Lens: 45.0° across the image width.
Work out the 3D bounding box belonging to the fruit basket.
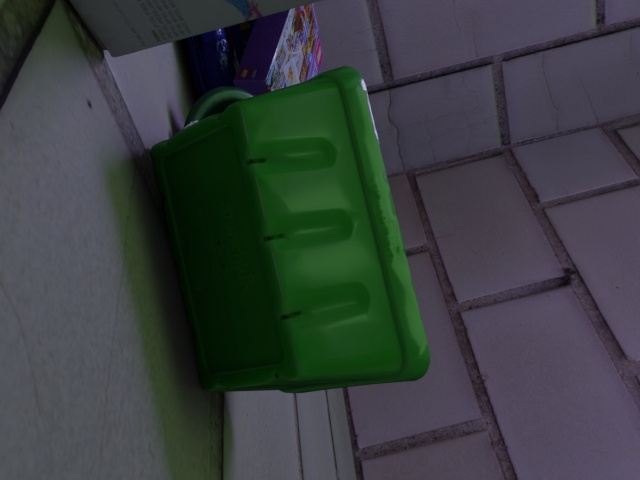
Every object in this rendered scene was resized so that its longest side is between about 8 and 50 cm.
[{"bbox_3d":[0.000,0.000,0.958,0.392,0.283,0.392,16,67,-42],"label":"fruit basket"}]

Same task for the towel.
[{"bbox_3d":[-0.197,-0.352,1.286,0.227,0.076,0.308,-139,-145,-84],"label":"towel"}]

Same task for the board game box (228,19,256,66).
[{"bbox_3d":[-0.155,-0.499,1.339,0.347,0.078,0.233,77,-2,-48],"label":"board game box"}]

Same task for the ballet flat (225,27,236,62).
[{"bbox_3d":[-0.209,-0.418,1.495,0.084,0.058,0.250,74,-1,-50],"label":"ballet flat"}]

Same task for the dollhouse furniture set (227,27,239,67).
[{"bbox_3d":[-0.139,-0.547,1.854,0.303,0.198,0.286,-93,169,-69],"label":"dollhouse furniture set"}]

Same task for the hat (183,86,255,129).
[{"bbox_3d":[-0.167,-0.125,1.158,0.208,0.183,0.173,44,64,-35],"label":"hat"}]

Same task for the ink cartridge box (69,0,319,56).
[{"bbox_3d":[-0.101,-0.338,0.762,0.131,0.306,0.226,66,11,-68],"label":"ink cartridge box"}]

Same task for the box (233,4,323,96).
[{"bbox_3d":[-0.063,-0.292,1.304,0.201,0.057,0.293,75,23,-51],"label":"box"}]

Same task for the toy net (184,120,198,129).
[{"bbox_3d":[-0.123,-0.050,1.038,0.122,0.045,0.232,-22,103,-51],"label":"toy net"}]
